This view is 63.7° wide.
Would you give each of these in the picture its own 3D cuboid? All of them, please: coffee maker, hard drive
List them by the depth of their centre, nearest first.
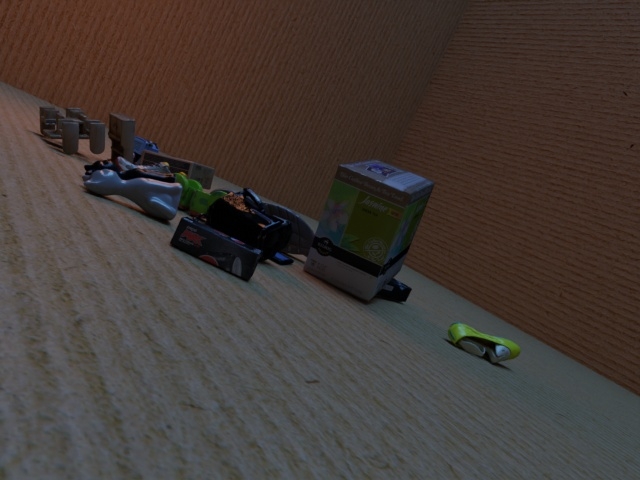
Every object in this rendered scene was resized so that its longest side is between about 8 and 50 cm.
[{"bbox_3d":[-0.186,-0.027,1.270,0.178,0.171,0.120,33,-29,31],"label":"coffee maker"},{"bbox_3d":[0.119,0.101,1.763,0.338,0.064,0.236,30,6,36],"label":"hard drive"}]

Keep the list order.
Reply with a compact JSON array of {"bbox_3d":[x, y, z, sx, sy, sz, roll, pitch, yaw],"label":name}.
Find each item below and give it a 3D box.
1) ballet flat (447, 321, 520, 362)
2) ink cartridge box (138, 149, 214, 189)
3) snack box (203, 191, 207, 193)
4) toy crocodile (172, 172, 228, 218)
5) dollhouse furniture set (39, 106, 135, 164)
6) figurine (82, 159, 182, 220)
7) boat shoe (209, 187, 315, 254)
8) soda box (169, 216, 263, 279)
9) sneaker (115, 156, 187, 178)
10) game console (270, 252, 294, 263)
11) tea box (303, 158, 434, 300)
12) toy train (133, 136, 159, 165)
[{"bbox_3d":[0.462,0.302,1.444,0.230,0.077,0.077,23,26,-9],"label":"ballet flat"},{"bbox_3d":[-0.516,-0.253,1.869,0.193,0.088,0.234,15,4,6],"label":"ink cartridge box"},{"bbox_3d":[-0.395,-0.141,1.794,0.100,0.037,0.141,21,6,-36],"label":"snack box"},{"bbox_3d":[-0.337,-0.107,1.449,0.340,0.105,0.115,23,0,9],"label":"toy crocodile"},{"bbox_3d":[-0.706,-0.301,1.573,0.242,0.161,0.212,-10,29,-43],"label":"dollhouse furniture set"},{"bbox_3d":[-0.443,-0.127,1.198,0.209,0.093,0.215,15,10,-25],"label":"figurine"},{"bbox_3d":[-0.178,-0.067,1.602,0.355,0.132,0.130,27,5,-5],"label":"boat shoe"},{"bbox_3d":[-0.201,0.015,1.005,0.168,0.060,0.053,25,4,-3],"label":"soda box"},{"bbox_3d":[-0.511,-0.207,1.564,0.225,0.093,0.088,21,7,-39],"label":"sneaker"},{"bbox_3d":[-0.121,0.011,1.407,0.107,0.071,0.122,27,5,13],"label":"game console"},{"bbox_3d":[0.150,-0.049,1.504,0.219,0.324,0.329,24,20,17],"label":"tea box"},{"bbox_3d":[-0.685,-0.340,2.005,0.080,0.105,0.184,27,5,6],"label":"toy train"}]
